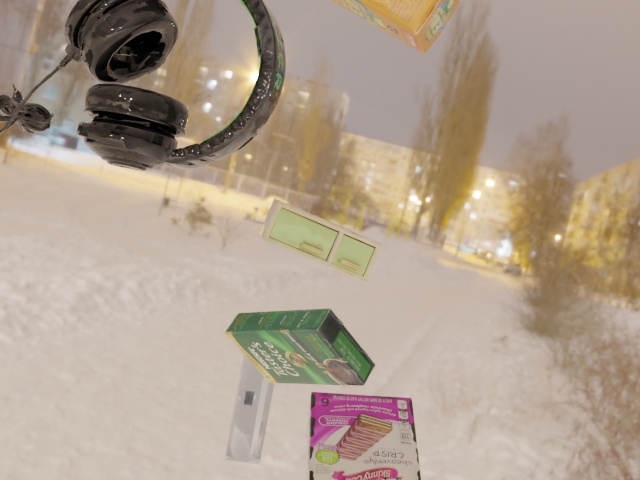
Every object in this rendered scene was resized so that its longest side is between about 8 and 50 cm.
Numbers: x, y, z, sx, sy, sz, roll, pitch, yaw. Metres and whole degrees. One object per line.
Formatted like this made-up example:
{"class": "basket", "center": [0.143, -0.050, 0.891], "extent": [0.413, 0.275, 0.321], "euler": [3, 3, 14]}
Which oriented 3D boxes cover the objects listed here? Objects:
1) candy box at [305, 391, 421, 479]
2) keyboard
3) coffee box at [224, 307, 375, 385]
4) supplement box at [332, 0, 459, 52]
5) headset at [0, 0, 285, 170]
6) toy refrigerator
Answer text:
{"class": "candy box", "center": [0.059, 0.326, 1.183], "extent": [0.159, 0.071, 0.233], "euler": [4, 35, -3]}
{"class": "keyboard", "center": [-0.133, 0.314, 1.646], "extent": [0.072, 0.255, 0.014], "euler": [11, -4, -9]}
{"class": "coffee box", "center": [-0.030, 0.142, 1.082], "extent": [0.184, 0.040, 0.113], "euler": [-7, -50, 45]}
{"class": "supplement box", "center": [0.040, -0.308, 0.945], "extent": [0.233, 0.080, 0.078], "euler": [32, 4, 16]}
{"class": "headset", "center": [-0.232, -0.196, 1.034], "extent": [0.394, 0.243, 0.185], "euler": [-10, -6, 10]}
{"class": "toy refrigerator", "center": [0.000, 0.000, 1.952], "extent": [0.270, 0.102, 0.094], "euler": [23, 1, -12]}
